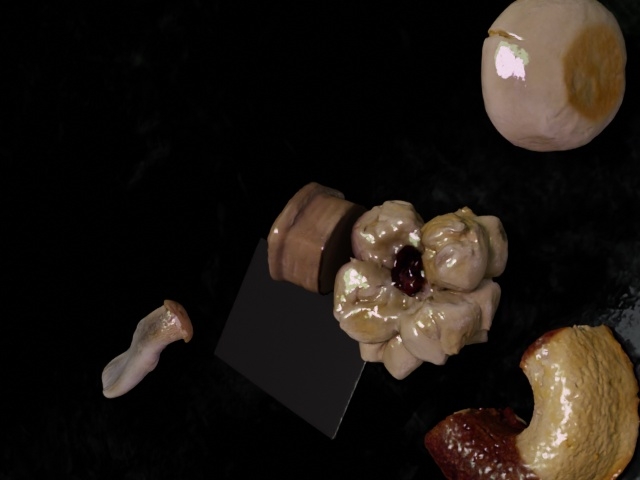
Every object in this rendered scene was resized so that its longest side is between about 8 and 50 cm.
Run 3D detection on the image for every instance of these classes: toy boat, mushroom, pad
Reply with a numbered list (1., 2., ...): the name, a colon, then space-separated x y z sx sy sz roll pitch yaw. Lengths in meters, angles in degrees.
1. toy boat: 0.000 0.000 1.150 0.061 0.188 0.116 24 96 15
2. mushroom: -0.241 0.154 1.439 0.202 0.054 0.059 -46 45 32
3. pad: -0.031 0.113 1.271 0.245 0.006 0.170 27 97 44

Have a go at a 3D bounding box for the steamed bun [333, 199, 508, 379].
1. steamed bun: 0.092 0.049 1.097 0.177 0.106 0.192 8 84 45

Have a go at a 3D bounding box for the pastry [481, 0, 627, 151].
1. pastry: 0.222 -0.161 0.998 0.092 0.156 0.156 5 82 52

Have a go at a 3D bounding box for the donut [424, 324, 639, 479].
1. donut: 0.198 0.178 0.973 0.217 0.085 0.141 -49 50 21
